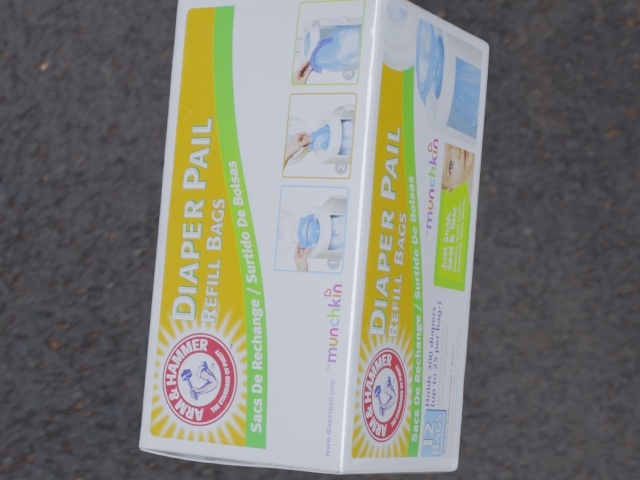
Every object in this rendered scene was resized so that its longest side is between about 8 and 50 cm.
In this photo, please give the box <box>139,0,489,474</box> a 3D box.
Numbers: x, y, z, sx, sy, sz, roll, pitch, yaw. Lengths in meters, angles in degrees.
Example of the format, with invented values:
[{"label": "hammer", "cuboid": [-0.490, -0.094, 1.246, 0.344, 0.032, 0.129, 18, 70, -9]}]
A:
[{"label": "box", "cuboid": [0.000, 0.000, 0.697, 0.114, 0.103, 0.203, 11, 82, -59]}]
